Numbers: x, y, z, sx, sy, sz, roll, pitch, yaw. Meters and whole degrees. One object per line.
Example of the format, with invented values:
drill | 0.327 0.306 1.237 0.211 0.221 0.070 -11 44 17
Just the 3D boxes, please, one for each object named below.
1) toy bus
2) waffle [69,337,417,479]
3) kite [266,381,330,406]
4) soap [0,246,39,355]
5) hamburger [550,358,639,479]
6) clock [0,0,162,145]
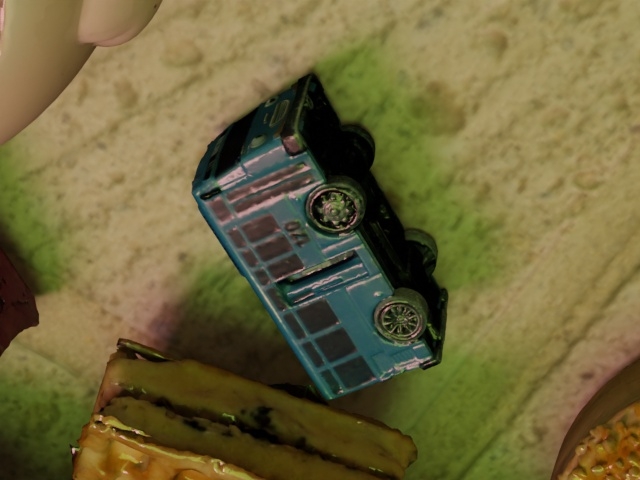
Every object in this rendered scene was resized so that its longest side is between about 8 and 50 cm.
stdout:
toy bus | 0.000 0.000 0.975 0.106 0.090 0.184 -22 114 22
waffle | -0.081 0.214 1.063 0.213 0.091 0.308 20 133 -3
kite | -0.022 0.134 1.060 0.183 0.010 0.160 22 144 1
soap | -0.374 0.046 1.026 0.325 0.127 0.220 -22 113 19
hamburger | 0.280 0.202 1.001 0.302 0.170 0.302 3 119 6
clock | -0.244 -0.236 0.787 0.368 0.250 0.376 12 126 1
